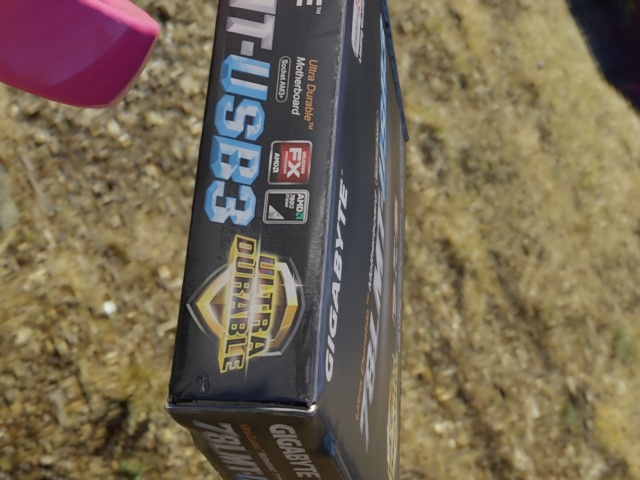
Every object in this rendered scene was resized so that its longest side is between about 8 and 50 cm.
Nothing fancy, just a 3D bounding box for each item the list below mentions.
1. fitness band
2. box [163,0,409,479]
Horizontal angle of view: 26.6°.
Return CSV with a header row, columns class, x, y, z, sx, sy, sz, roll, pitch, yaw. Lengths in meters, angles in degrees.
class,x,y,z,sx,sy,sz,roll,pitch,yaw
fitness band,-0.200,-0.140,0.547,0.291,0.054,0.209,28,5,-11
box,0.000,0.000,0.723,0.293,0.073,0.295,74,18,-63
